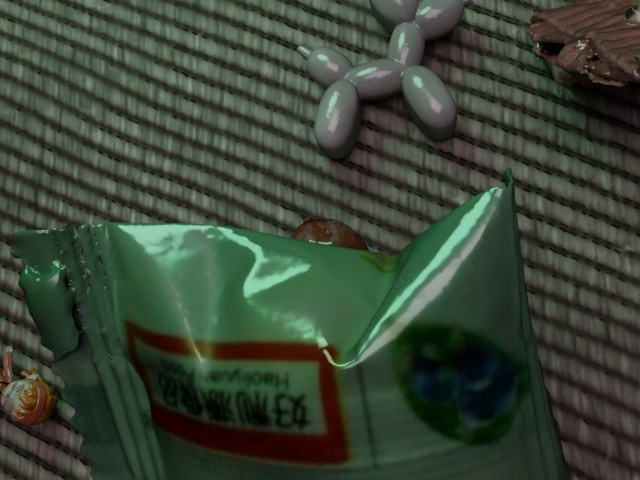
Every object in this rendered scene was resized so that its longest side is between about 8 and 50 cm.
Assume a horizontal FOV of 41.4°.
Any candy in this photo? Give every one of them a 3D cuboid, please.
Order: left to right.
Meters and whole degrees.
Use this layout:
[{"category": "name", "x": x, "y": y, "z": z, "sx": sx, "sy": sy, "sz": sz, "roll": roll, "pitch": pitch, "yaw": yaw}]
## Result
[{"category": "candy", "x": -0.026, "y": 0.096, "z": 0.641, "sx": 0.398, "sy": 0.172, "sz": 0.263, "roll": -4, "pitch": 99, "yaw": 18}]

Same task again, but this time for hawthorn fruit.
[{"category": "hawthorn fruit", "x": 0.000, "y": 0.000, "z": 0.723, "sx": 0.067, "sy": 0.067, "sz": 0.103, "roll": -27, "pitch": 61, "yaw": 3}]

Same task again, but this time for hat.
[{"category": "hat", "x": 0.309, "y": -0.198, "z": 0.641, "sx": 0.286, "sy": 0.236, "sz": 0.107, "roll": -20, "pitch": 114, "yaw": 4}]

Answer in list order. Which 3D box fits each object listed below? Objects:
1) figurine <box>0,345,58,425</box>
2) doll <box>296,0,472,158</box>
[{"category": "figurine", "x": -0.278, "y": 0.126, "z": 0.748, "sx": 0.109, "sy": 0.047, "sz": 0.064, "roll": 21, "pitch": 88, "yaw": 23}, {"category": "doll", "x": 0.061, "y": -0.161, "z": 0.750, "sx": 0.161, "sy": 0.059, "sz": 0.160, "roll": -11, "pitch": 76, "yaw": 8}]
